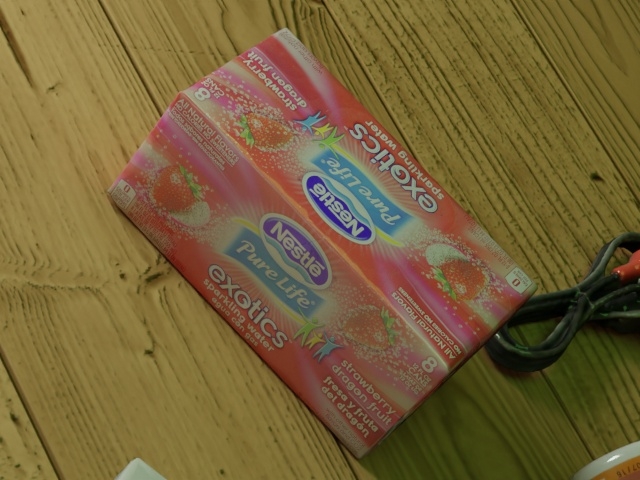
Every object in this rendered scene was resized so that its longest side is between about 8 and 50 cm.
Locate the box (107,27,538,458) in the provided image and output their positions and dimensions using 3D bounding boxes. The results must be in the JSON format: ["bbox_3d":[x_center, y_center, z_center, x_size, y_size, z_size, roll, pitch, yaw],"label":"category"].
[{"bbox_3d":[0.000,0.000,1.581,0.300,0.142,0.154,47,43,6],"label":"box"}]

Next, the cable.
[{"bbox_3d":[0.257,0.044,1.786,0.287,0.072,0.139,-3,52,-37],"label":"cable"}]

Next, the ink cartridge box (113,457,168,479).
[{"bbox_3d":[-0.058,0.364,1.205,0.384,0.160,0.279,38,45,-2],"label":"ink cartridge box"}]

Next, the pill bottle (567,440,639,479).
[{"bbox_3d":[0.282,0.274,1.573,0.121,0.121,0.216,0,56,-36],"label":"pill bottle"}]
